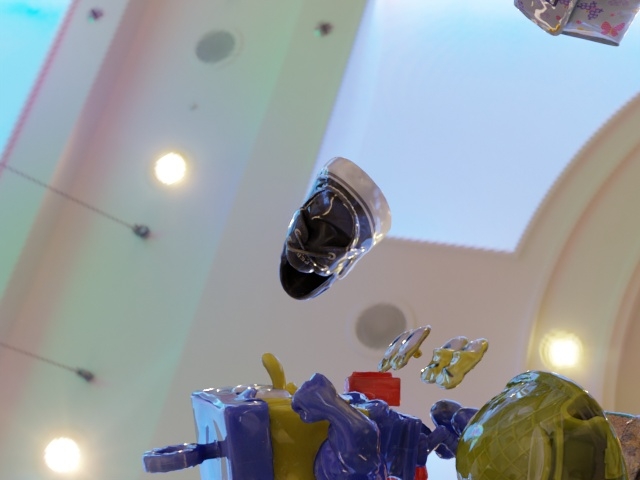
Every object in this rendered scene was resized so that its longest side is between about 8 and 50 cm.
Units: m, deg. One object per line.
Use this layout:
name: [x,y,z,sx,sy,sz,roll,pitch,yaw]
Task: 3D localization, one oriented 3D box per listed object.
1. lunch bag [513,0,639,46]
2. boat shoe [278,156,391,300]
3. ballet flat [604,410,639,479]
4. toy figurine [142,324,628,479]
lunch bag: [0.180,-0.177,0.855,0.083,0.071,0.053,14,-123,-5]
boat shoe: [0.000,0.000,1.116,0.080,0.228,0.076,44,-110,3]
ballet flat: [0.164,0.265,0.891,0.106,0.108,0.315,22,-85,31]
toy figurine: [0.004,0.155,0.751,0.217,0.362,0.191,2,-89,-16]
